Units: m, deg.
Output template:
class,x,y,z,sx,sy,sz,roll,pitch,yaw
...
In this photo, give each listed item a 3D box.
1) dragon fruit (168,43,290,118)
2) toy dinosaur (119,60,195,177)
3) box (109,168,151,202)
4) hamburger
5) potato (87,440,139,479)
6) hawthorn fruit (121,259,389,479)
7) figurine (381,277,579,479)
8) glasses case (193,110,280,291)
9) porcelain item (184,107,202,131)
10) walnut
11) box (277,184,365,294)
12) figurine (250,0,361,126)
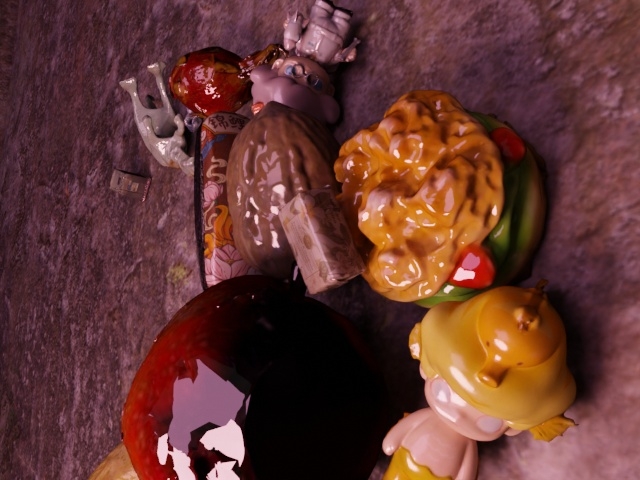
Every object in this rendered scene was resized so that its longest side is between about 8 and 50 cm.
class,x,y,z,sx,sy,sz,roll,pitch,yaw
dragon fruit,-0.154,-0.283,0.992,0.246,0.125,0.125,-14,100,27
toy dinosaur,-0.330,-0.250,1.174,0.393,0.092,0.206,31,142,57
box,-0.429,-0.126,1.306,0.084,0.063,0.060,23,99,51
hamburger,0.104,-0.042,0.593,0.237,0.148,0.237,-17,67,46
potato,-0.278,0.427,0.906,0.229,0.229,0.266,21,82,50
hawthorn fruit,-0.067,0.190,0.633,0.316,0.315,0.316,-16,69,47
figurine,0.138,0.142,0.528,0.156,0.131,0.246,33,108,12
glasses case,-0.126,-0.049,0.883,0.082,0.122,0.321,-28,61,44
porcelain item,-0.249,-0.255,1.150,0.036,0.028,0.083,3,85,14
walnut,-0.037,-0.060,0.733,0.178,0.178,0.231,3,109,50
box,0.000,0.000,0.579,0.062,0.045,0.098,-42,67,56
figurine,-0.027,-0.224,0.821,0.112,0.137,0.229,-110,44,-77
